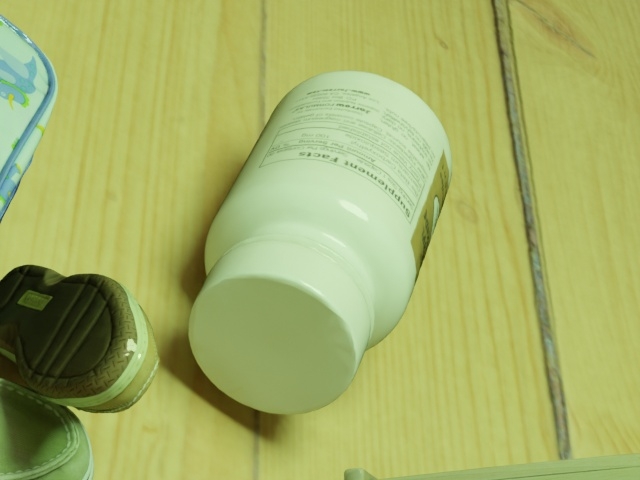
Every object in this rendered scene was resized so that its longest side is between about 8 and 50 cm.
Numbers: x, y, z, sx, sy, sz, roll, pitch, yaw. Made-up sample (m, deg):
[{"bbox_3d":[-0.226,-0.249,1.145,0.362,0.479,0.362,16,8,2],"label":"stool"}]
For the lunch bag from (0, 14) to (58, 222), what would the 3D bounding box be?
[{"bbox_3d":[-0.245,-0.063,0.965,0.176,0.090,0.219,32,35,-13],"label":"lunch bag"}]

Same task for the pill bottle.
[{"bbox_3d":[0.000,0.000,1.099,0.131,0.131,0.229,36,35,-8],"label":"pill bottle"}]

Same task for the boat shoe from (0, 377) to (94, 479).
[{"bbox_3d":[-0.223,0.093,0.811,0.302,0.094,0.109,5,48,-42],"label":"boat shoe"}]

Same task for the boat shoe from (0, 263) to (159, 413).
[{"bbox_3d":[-0.117,0.058,0.909,0.072,0.068,0.190,46,-10,-24],"label":"boat shoe"}]

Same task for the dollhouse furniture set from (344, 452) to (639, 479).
[{"bbox_3d":[0.160,0.271,1.020,0.303,0.198,0.286,44,42,-59],"label":"dollhouse furniture set"}]
